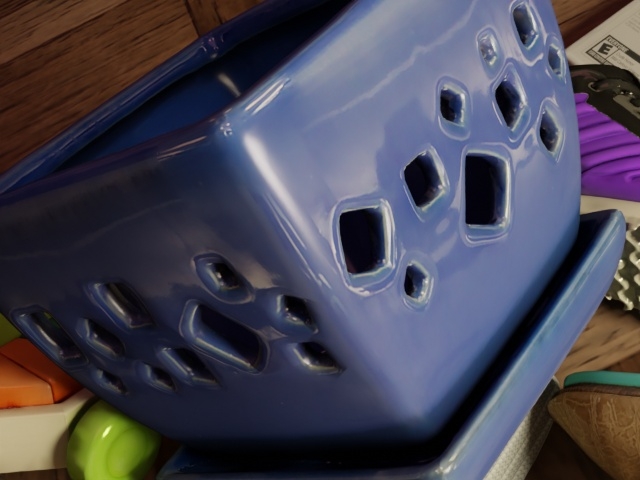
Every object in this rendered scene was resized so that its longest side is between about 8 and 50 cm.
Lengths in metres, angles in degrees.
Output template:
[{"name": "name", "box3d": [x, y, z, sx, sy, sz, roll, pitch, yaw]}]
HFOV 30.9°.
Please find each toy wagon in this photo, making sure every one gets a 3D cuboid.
[{"name": "toy wagon", "box3d": [-0.192, 0.062, 0.698, 0.267, 0.068, 0.344, 21, 36, 34]}]

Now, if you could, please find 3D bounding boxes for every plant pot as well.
[{"name": "plant pot", "box3d": [0.000, 0.000, 0.569, 0.236, 0.212, 0.236, -12, 25, 45]}]

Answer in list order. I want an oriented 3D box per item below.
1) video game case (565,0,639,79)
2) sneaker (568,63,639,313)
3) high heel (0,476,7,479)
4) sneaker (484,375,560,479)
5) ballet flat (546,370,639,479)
[{"name": "video game case", "box3d": [0.282, -0.119, 0.750, 0.173, 0.022, 0.190, -36, 49, -5]}, {"name": "sneaker", "box3d": [0.178, -0.041, 0.681, 0.293, 0.102, 0.146, 13, 60, 30]}, {"name": "high heel", "box3d": [-0.302, 0.214, 0.714, 0.377, 0.127, 0.181, 14, 87, 28]}, {"name": "sneaker", "box3d": [0.018, 0.147, 0.612, 0.258, 0.094, 0.091, -44, 55, -12]}, {"name": "ballet flat", "box3d": [0.273, 0.127, 0.527, 0.342, 0.116, 0.124, 0, 75, 18]}]
